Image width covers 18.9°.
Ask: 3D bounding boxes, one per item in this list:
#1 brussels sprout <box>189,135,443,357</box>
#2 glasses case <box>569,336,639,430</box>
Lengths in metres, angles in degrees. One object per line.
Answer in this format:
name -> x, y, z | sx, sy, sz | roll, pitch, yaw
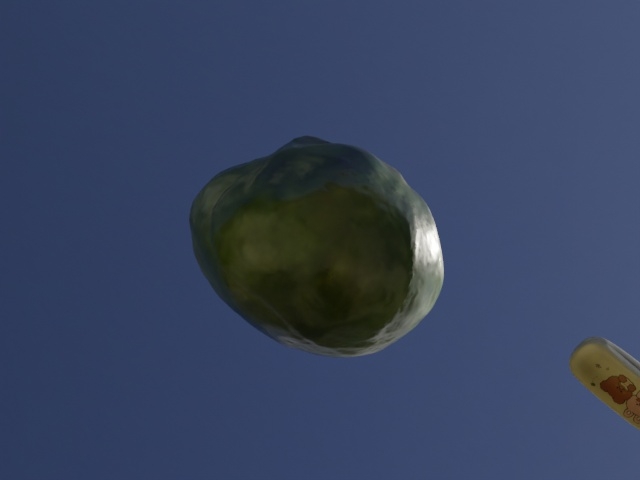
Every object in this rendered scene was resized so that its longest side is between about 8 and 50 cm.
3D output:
brussels sprout -> 0.001, 0.005, 1.257 | 0.162, 0.181, 0.143 | -2, -77, 22
glasses case -> 0.192, 0.092, 1.198 | 0.083, 0.021, 0.032 | 39, -58, -3
